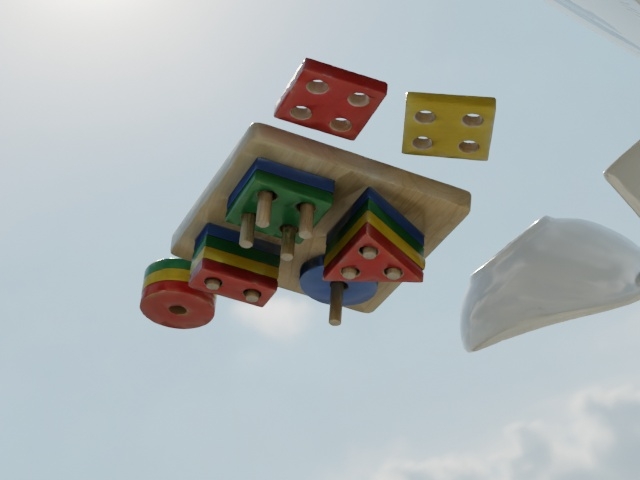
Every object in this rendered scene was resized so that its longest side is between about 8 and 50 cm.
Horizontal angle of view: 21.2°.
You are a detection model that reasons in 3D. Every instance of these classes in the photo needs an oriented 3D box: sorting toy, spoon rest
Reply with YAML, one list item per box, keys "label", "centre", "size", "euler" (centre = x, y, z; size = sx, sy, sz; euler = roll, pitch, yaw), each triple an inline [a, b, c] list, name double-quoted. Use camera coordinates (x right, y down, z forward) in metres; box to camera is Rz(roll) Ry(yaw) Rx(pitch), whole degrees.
- label: "sorting toy"
  centre: [0.000, 0.000, 0.952]
  size: [0.132, 0.046, 0.274]
  euler: [17, -35, -18]
- label: "spoon rest"
  centre: [0.177, 0.016, 1.172]
  size: [0.137, 0.084, 0.276]
  euler: [-38, -5, -24]

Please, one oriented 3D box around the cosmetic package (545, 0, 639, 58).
- label: "cosmetic package"
  centre: [0.155, -0.179, 0.948]
  size: [0.377, 0.284, 0.097]
  euler: [24, -80, -50]
